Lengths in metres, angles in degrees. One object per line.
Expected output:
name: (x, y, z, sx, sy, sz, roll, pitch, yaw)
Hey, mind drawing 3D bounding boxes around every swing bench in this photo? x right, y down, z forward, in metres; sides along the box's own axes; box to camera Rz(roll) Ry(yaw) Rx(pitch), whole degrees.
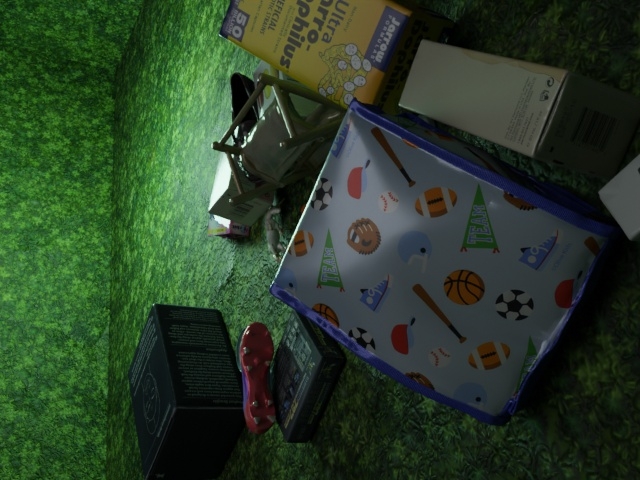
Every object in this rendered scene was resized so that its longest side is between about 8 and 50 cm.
swing bench: (-0.048, -0.199, 1.364, 0.253, 0.254, 0.165, -40, 63, 49)

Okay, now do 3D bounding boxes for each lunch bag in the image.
lunch bag: (0.175, 0.029, 0.940, 0.385, 0.238, 0.328, 32, 111, 27)

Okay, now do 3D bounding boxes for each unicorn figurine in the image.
unicorn figurine: (-0.113, -0.021, 1.637, 0.111, 0.060, 0.162, -145, 61, -69)

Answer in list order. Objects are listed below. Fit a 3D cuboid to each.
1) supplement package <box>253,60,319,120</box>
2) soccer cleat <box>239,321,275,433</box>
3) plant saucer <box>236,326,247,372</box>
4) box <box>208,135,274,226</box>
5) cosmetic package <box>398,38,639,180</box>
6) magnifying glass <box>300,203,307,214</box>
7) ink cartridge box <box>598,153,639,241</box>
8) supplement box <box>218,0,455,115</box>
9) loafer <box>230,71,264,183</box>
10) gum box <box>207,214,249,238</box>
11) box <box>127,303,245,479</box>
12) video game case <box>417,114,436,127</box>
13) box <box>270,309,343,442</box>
supplement package: (-0.063, -0.337, 1.560, 0.139, 0.133, 0.244, -46, 45, 45)
soccer cleat: (-0.147, 0.310, 1.485, 0.095, 0.083, 0.248, 133, 134, -54)
plant saucer: (-0.189, 0.289, 1.734, 0.119, 0.021, 0.120, -25, 61, 56)
box: (-0.196, -0.179, 1.719, 0.148, 0.126, 0.233, -39, 39, 51)
cosmetic package: (0.266, -0.191, 0.927, 0.309, 0.160, 0.113, 42, 118, 55)
magnifying glass: (0.000, 0.000, 1.480, 0.092, 0.026, 0.231, -61, 37, 32)
ink cartridge box: (0.405, -0.072, 0.685, 0.175, 0.127, 0.072, -54, 42, 40)
supplement box: (0.025, -0.387, 1.205, 0.356, 0.195, 0.194, 34, 117, 22)
loafer: (-0.181, -0.278, 1.601, 0.109, 0.095, 0.303, -21, 57, 19)
gum box: (-0.269, -0.065, 1.921, 0.188, 0.062, 0.107, -5, 78, 60)
box: (-0.381, 0.418, 1.845, 0.294, 0.211, 0.395, -64, 33, 28)
video game case: (0.161, -0.119, 1.228, 0.190, 0.022, 0.173, -42, 47, 47)
box: (-0.044, 0.292, 1.439, 0.183, 0.059, 0.233, 53, 128, 55)
